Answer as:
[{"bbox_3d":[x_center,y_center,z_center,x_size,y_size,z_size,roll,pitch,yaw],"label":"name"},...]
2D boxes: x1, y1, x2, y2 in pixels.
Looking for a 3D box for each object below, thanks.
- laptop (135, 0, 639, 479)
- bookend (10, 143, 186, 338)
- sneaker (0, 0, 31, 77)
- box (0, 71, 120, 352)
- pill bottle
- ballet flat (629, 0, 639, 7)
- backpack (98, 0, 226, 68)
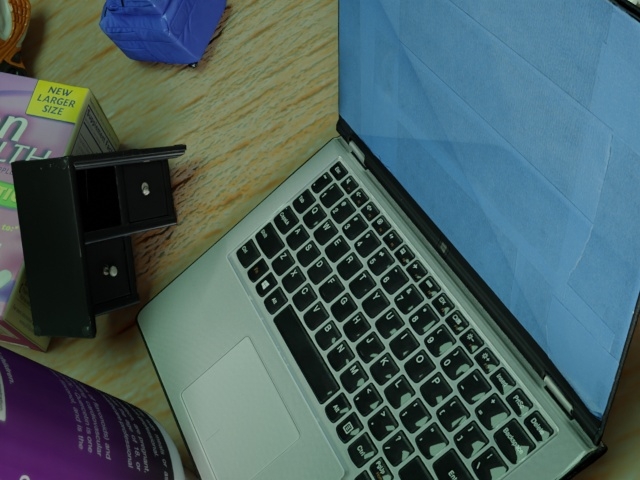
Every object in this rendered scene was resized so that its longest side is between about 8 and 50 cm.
[{"bbox_3d":[0.000,0.000,0.627,0.408,0.236,0.382,-41,44,7],"label":"laptop"},{"bbox_3d":[-0.192,-0.004,0.854,0.072,0.156,0.157,-1,98,32],"label":"bookend"},{"bbox_3d":[-0.414,-0.192,1.122,0.121,0.099,0.262,-29,53,43],"label":"sneaker"},{"bbox_3d":[-0.347,-0.039,0.912,0.213,0.117,0.243,12,69,8],"label":"box"},{"bbox_3d":[-0.216,0.174,0.631,0.181,0.323,0.182,-15,58,25],"label":"pill bottle"},{"bbox_3d":[0.253,-0.169,0.656,0.409,0.147,0.147,-42,51,6],"label":"ballet flat"},{"bbox_3d":[-0.177,-0.249,0.985,0.120,0.101,0.098,8,63,39],"label":"backpack"}]
